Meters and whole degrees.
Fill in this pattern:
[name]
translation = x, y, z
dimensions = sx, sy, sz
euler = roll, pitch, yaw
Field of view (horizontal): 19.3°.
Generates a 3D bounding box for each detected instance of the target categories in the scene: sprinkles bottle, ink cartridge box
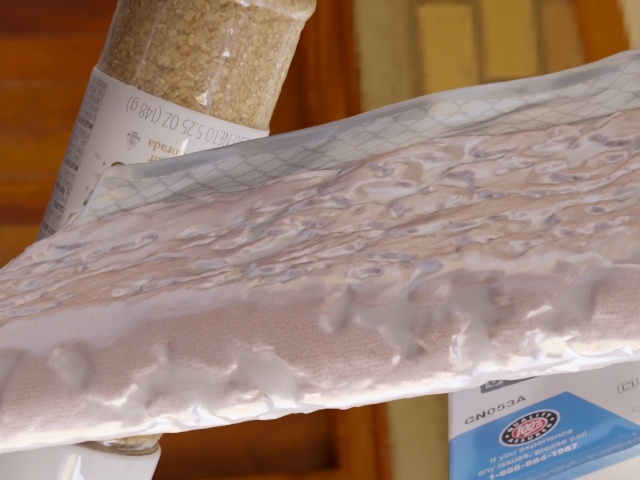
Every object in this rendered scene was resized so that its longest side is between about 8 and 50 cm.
[sprinkles bottle]
translation = -0.115, -0.007, 1.172
dimensions = 0.121, 0.121, 0.355
euler = -140, -111, -69
[ink cartridge box]
translation = 0.197, 0.087, 1.119
dimensions = 0.129, 0.223, 0.307
euler = 62, 14, -21

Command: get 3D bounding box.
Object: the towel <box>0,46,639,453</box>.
[towel]
translation = 0.000, 0.000, 0.814
dimensions = 0.317, 0.332, 0.053
euler = -53, 130, -66
